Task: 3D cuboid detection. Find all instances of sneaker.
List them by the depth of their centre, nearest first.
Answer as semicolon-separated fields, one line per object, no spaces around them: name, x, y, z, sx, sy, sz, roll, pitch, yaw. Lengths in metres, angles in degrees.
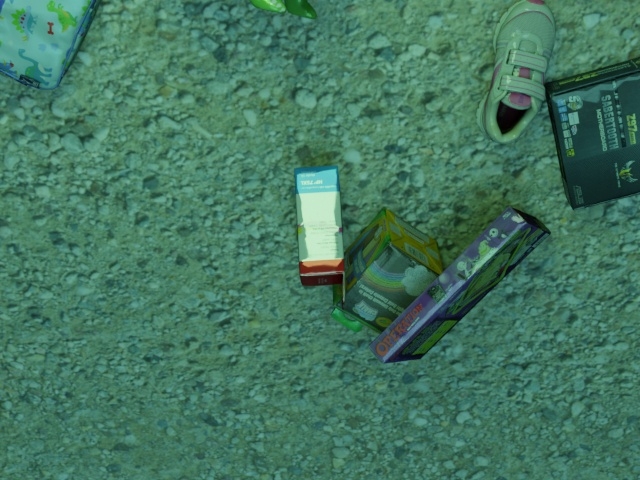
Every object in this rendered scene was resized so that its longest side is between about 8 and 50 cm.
sneaker;0.327;-0.264;1.589;0.103;0.111;0.252;6;120;-3

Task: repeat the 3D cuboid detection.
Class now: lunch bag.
lunch bag;-0.458;-0.361;1.547;0.176;0.090;0.219;28;115;-12

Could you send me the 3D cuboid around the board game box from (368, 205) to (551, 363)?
board game box;0.250;0.085;1.727;0.347;0.208;0.056;-46;74;14

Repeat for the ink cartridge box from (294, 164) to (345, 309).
ink cartridge box;0.000;0.000;1.664;0.078;0.134;0.231;-3;79;0

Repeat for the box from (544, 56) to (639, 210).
box;0.496;-0.181;1.667;0.183;0.059;0.232;-15;119;7

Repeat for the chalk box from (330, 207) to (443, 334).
chalk box;0.106;0.076;1.776;0.132;0.132;0.213;32;116;-18

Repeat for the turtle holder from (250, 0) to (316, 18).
turtle holder;-0.117;-0.470;1.427;0.320;0.243;0.227;24;107;31
